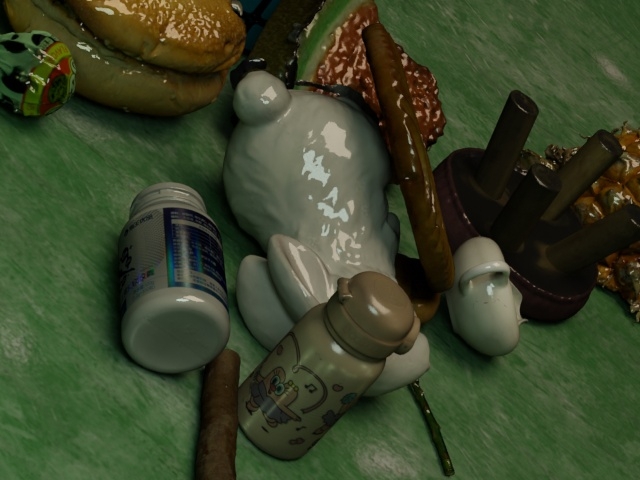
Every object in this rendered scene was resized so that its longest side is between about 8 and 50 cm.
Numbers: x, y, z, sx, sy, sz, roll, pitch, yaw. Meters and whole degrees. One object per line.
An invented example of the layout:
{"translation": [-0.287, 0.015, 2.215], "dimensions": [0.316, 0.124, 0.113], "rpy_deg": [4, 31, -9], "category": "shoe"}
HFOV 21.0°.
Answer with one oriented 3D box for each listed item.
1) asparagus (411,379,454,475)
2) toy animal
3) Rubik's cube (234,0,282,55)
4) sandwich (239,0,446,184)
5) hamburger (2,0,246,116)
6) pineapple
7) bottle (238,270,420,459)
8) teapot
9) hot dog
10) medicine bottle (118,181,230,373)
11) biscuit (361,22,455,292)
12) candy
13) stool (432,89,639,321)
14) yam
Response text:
{"translation": [0.119, 0.192, 1.920], "dimensions": [0.016, 0.016, 0.163], "rpy_deg": [-1, 49, -25], "category": "asparagus"}
{"translation": [0.000, 0.000, 1.886], "dimensions": [0.258, 0.194, 0.357], "rpy_deg": [26, 40, -42], "category": "toy animal"}
{"translation": [-0.106, -0.359, 2.228], "dimensions": [0.162, 0.160, 0.163], "rpy_deg": [22, 35, -29], "category": "Rubik's cube"}
{"translation": [0.024, -0.181, 2.170], "dimensions": [0.301, 0.162, 0.250], "rpy_deg": [42, 58, -31], "category": "sandwich"}
{"translation": [-0.222, -0.278, 1.984], "dimensions": [0.314, 0.170, 0.290], "rpy_deg": [22, 38, -32], "category": "hamburger"}
{"translation": [0.446, -0.092, 2.469], "dimensions": [0.286, 0.209, 0.344], "rpy_deg": [37, 32, -7], "category": "pineapple"}
{"translation": [0.014, 0.121, 1.699], "dimensions": [0.110, 0.209, 0.097], "rpy_deg": [27, 34, -24], "category": "bottle"}
{"translation": [0.194, 0.066, 2.058], "dimensions": [0.226, 0.092, 0.145], "rpy_deg": [60, 15, -73], "category": "teapot"}
{"translation": [0.096, 0.064, 2.024], "dimensions": [0.090, 0.060, 0.140], "rpy_deg": [31, 22, -16], "category": "hot dog"}
{"translation": [-0.149, 0.032, 1.729], "dimensions": [0.107, 0.107, 0.191], "rpy_deg": [24, 34, -27], "category": "medicine bottle"}
{"translation": [0.103, -0.095, 1.969], "dimensions": [0.318, 0.040, 0.318], "rpy_deg": [-16, 90, -85], "category": "biscuit"}
{"translation": [-0.396, -0.231, 1.840], "dimensions": [0.305, 0.091, 0.083], "rpy_deg": [31, -3, 3], "category": "candy"}
{"translation": [0.286, -0.045, 2.255], "dimensions": [0.272, 0.178, 0.272], "rpy_deg": [27, 34, -20], "category": "stool"}
{"translation": [-0.093, 0.219, 1.616], "dimensions": [0.045, 0.045, 0.327], "rpy_deg": [48, 24, -31], "category": "yam"}
